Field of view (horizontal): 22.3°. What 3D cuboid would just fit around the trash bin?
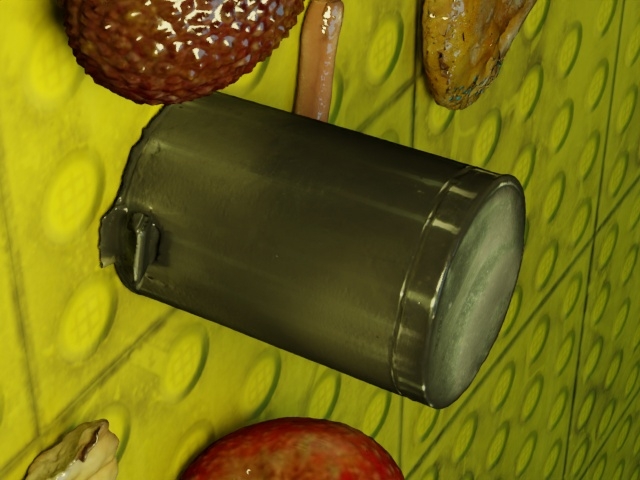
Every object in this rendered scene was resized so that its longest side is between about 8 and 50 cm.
[{"bbox_3d":[0.000,0.000,1.382,0.252,0.301,0.203,-37,139,-54],"label":"trash bin"}]

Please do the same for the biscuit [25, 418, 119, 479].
[{"bbox_3d":[-0.236,0.234,1.361,0.183,0.061,0.118,-54,153,-26],"label":"biscuit"}]

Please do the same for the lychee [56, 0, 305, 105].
[{"bbox_3d":[-0.104,-0.189,1.177,0.194,0.194,0.194,-45,146,-43],"label":"lychee"}]

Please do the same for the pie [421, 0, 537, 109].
[{"bbox_3d":[0.186,-0.266,1.845,0.273,0.069,0.273,-43,146,-38],"label":"pie"}]

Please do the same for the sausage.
[{"bbox_3d":[-0.004,-0.148,1.571,0.043,0.043,0.186,-35,138,-52],"label":"sausage"}]

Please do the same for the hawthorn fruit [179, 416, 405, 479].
[{"bbox_3d":[-0.032,0.333,1.651,0.287,0.287,0.330,-60,168,-20],"label":"hawthorn fruit"}]
